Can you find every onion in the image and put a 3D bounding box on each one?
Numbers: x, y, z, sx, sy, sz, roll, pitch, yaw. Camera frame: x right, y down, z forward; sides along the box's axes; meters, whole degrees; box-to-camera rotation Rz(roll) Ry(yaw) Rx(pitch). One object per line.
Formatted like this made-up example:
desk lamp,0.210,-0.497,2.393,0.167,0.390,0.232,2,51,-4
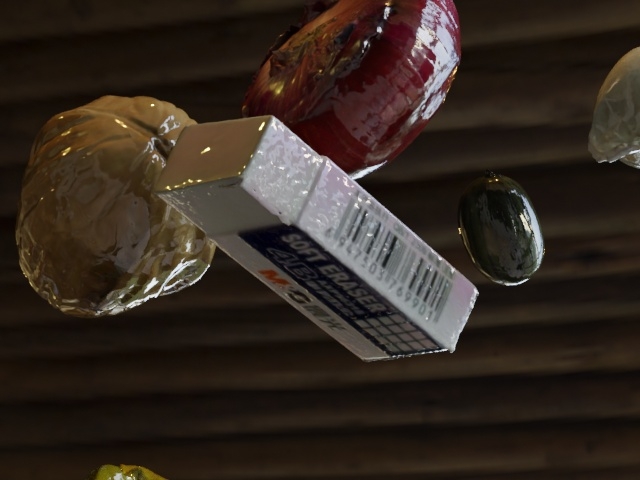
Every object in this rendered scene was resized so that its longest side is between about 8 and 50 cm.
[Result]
onion,0.034,-0.152,1.640,0.161,0.248,0.248,30,-46,-8

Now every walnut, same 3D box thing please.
walnut,-0.210,-0.032,1.813,0.225,0.225,0.261,13,-35,-17

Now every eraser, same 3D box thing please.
eraser,0.000,0.000,1.548,0.130,0.086,0.287,-5,-36,47

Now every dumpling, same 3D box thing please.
dumpling,0.316,-0.116,1.571,0.127,0.188,0.108,19,-46,30

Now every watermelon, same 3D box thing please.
watermelon,0.166,-0.012,1.623,0.078,0.078,0.111,-20,-86,22

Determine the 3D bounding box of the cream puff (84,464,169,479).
cream puff,-0.210,0.321,1.813,0.194,0.195,0.221,1,-14,-3
